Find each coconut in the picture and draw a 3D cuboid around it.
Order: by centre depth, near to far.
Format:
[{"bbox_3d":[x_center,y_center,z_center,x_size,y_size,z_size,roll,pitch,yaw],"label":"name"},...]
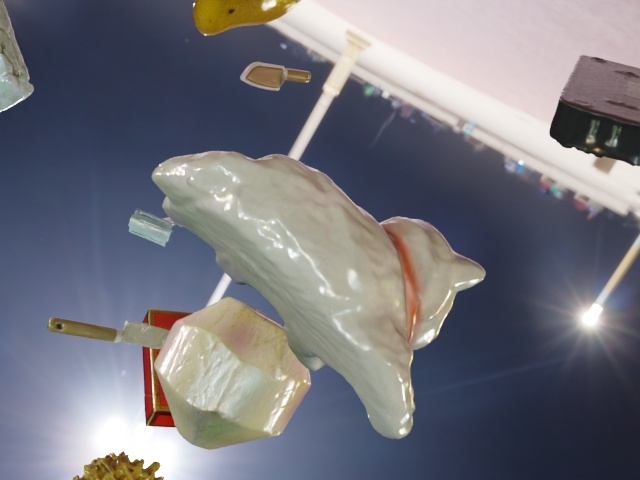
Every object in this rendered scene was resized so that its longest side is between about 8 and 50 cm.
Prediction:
[{"bbox_3d":[-0.147,0.232,1.386,0.259,0.259,0.259,29,-169,-6],"label":"coconut"}]

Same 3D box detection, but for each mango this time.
[{"bbox_3d":[-0.094,-0.421,1.355,0.109,0.262,0.157,37,155,15],"label":"mango"}]

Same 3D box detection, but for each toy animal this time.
[{"bbox_3d":[0.000,0.000,0.830,0.308,0.188,0.266,35,164,38],"label":"toy animal"}]

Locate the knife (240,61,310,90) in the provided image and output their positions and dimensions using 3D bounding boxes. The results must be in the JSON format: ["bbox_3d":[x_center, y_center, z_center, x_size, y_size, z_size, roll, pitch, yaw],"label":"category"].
[{"bbox_3d":[-0.076,-0.296,1.522,0.022,0.046,0.256,23,-164,21],"label":"knife"}]

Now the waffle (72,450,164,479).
[{"bbox_3d":[-0.376,0.480,1.503,0.070,0.193,0.197,-11,169,41],"label":"waffle"}]

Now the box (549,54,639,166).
[{"bbox_3d":[0.404,-0.158,1.031,0.211,0.058,0.350,20,-153,13],"label":"box"}]

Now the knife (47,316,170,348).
[{"bbox_3d":[-0.357,0.170,1.542,0.298,0.047,0.017,17,170,-35],"label":"knife"}]

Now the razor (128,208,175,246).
[{"bbox_3d":[-0.259,-0.027,1.359,0.068,0.040,0.135,23,-172,2],"label":"razor"}]

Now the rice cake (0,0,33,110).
[{"bbox_3d":[-0.487,-0.337,1.173,0.336,0.066,0.063,66,-161,8],"label":"rice cake"}]

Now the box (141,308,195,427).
[{"bbox_3d":[-0.276,0.258,1.682,0.153,0.074,0.239,11,-134,-28],"label":"box"}]
